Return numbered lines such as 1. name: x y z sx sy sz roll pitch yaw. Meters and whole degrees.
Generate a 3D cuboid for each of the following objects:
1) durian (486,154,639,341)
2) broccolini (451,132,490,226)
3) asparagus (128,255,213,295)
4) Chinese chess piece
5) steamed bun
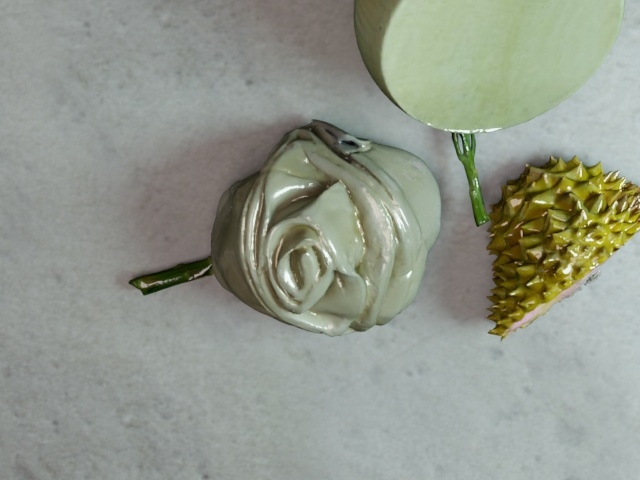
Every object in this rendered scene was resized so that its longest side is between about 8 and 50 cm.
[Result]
1. durian: 0.236 0.009 1.677 0.182 0.165 0.132 -15 142 40
2. broccolini: 0.144 -0.083 1.675 0.030 0.035 0.140 -12 85 3
3. asparagus: -0.146 0.035 1.770 0.108 0.025 0.021 -17 95 11
4. Chinese chess piece: 0.153 -0.215 1.563 0.250 0.101 0.250 -11 136 -11
5. steamed bun: 0.001 -0.002 1.678 0.218 0.144 0.211 21 108 0
